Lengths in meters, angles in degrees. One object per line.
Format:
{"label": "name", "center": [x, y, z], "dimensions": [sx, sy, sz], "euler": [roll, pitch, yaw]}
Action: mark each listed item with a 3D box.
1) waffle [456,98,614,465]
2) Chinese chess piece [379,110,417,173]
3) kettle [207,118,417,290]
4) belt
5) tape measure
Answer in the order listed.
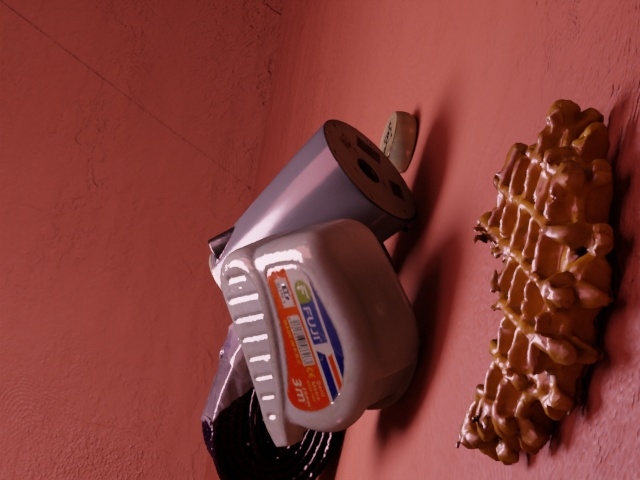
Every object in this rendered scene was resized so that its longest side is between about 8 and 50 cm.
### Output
{"label": "waffle", "center": [0.176, 0.030, 1.220], "dimensions": [0.259, 0.069, 0.292], "euler": [118, 161, -60]}
{"label": "Chinese chess piece", "center": [0.101, -0.130, 1.936], "dimensions": [0.084, 0.034, 0.084], "euler": [-166, 90, -80]}
{"label": "kettle", "center": [0.000, 0.000, 1.839], "dimensions": [0.243, 0.211, 0.160], "euler": [-43, 27, 23]}
{"label": "belt", "center": [-0.057, 0.204, 1.992], "dimensions": [0.164, 0.184, 0.289], "euler": [-173, 101, -85]}
{"label": "tape measure", "center": [0.005, 0.103, 1.687], "dimensions": [0.246, 0.125, 0.243], "euler": [-14, 98, 47]}
